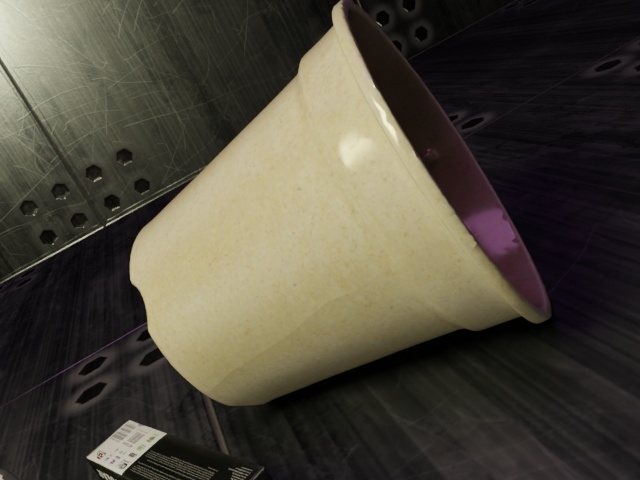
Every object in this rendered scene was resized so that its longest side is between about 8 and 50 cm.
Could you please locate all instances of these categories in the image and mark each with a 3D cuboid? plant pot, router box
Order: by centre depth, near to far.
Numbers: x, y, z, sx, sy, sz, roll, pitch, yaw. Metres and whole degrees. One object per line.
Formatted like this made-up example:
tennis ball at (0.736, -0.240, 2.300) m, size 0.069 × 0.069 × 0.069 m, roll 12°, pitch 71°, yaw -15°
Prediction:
router box at (-0.073, 0.198, 0.467) m, size 0.179 × 0.133 × 0.046 m, roll -4°, pitch 29°, yaw 49°
plant pot at (0.000, 0.000, 0.673) m, size 0.305 × 0.334 × 0.334 m, roll -33°, pitch 16°, yaw 20°

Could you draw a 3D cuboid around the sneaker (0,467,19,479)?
sneaker at (-0.289, 0.279, 0.623) m, size 0.234 × 0.084 × 0.097 m, roll -4°, pitch 31°, yaw 49°
